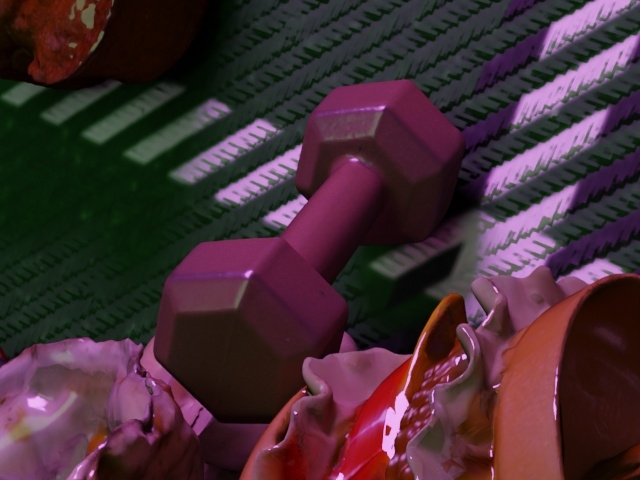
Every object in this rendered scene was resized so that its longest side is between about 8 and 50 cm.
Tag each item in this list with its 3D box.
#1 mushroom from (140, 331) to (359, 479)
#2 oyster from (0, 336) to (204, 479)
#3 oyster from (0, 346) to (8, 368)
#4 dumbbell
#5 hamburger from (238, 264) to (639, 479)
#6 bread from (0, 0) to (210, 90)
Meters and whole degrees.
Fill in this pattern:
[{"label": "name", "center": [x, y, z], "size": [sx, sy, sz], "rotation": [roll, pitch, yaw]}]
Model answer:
[{"label": "mushroom", "center": [-0.038, 0.102, 1.029], "size": [0.154, 0.122, 0.154], "rotation": [-9, 71, 28]}, {"label": "oyster", "center": [-0.144, 0.127, 0.959], "size": [0.110, 0.166, 0.341], "rotation": [53, 144, -7]}, {"label": "oyster", "center": [-0.206, 0.174, 1.163], "size": [0.259, 0.092, 0.198], "rotation": [34, 100, 46]}, {"label": "dumbbell", "center": [0.000, 0.000, 0.967], "size": [0.082, 0.231, 0.092], "rotation": [23, 127, 11]}, {"label": "hamburger", "center": [0.080, 0.160, 0.832], "size": [0.212, 0.274, 0.274], "rotation": [-25, 65, 32]}, {"label": "bread", "center": [-0.155, -0.209, 1.182], "size": [0.232, 0.135, 0.247], "rotation": [9, 85, 38]}]
